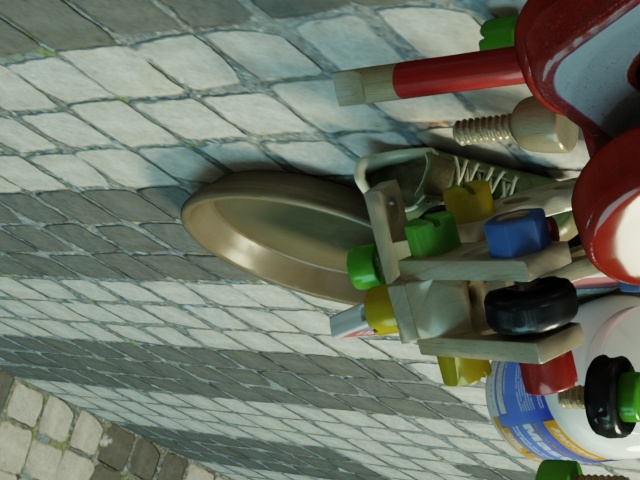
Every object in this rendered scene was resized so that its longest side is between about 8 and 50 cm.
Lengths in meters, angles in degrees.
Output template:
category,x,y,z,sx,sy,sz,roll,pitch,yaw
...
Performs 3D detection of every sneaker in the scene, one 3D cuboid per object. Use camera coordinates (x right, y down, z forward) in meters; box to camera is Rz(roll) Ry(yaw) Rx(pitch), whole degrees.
category,x,y,z,sx,sy,sz,roll,pitch,yaw
sneaker,0.111,-0.037,1.164,0.192,0.064,0.086,8,165,34

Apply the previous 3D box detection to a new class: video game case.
category,x,y,z,sx,sy,sz,roll,pitch,yaw
video game case,0.155,0.051,1.316,0.204,0.025,0.285,-3,169,-24

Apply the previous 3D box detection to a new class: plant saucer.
category,x,y,z,sx,sy,sz,roll,pitch,yaw
plant saucer,0.000,0.000,1.410,0.278,0.041,0.278,15,161,5

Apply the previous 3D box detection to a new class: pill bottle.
category,x,y,z,sx,sy,sz,roll,pitch,yaw
pill bottle,0.266,0.134,1.362,0.152,0.152,0.272,19,167,-7

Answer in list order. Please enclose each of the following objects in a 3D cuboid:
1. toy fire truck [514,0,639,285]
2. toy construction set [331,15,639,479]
category,x,y,z,sx,sy,sz,roll,pitch,yaw
toy fire truck,0.265,-0.082,0.774,0.254,0.169,0.302,-36,132,26
toy construction set,0.089,-0.007,1.006,0.237,0.257,0.309,-3,131,32
